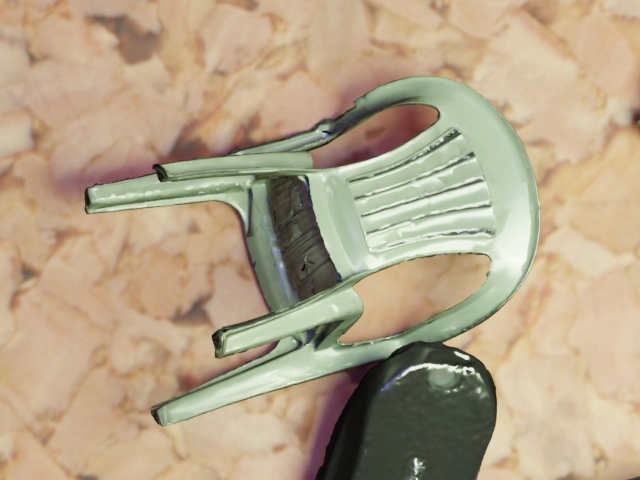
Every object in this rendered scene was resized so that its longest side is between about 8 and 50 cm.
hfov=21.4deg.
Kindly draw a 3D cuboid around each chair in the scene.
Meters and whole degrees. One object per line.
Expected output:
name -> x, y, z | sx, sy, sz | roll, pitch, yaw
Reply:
chair -> 0.000, 0.000, 1.267 | 0.275, 0.190, 0.203 | -16, 81, -30

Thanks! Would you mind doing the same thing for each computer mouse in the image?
computer mouse -> 0.062, 0.175, 1.284 | 0.122, 0.073, 0.217 | 16, 98, -9

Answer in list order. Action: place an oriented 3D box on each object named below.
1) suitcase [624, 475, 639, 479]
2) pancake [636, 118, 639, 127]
suitcase -> 0.241, 0.211, 1.277 | 0.126, 0.086, 0.059 | -15, 66, -1
pancake -> 0.396, 0.008, 1.325 | 0.197, 0.054, 0.376 | -41, 81, -6
